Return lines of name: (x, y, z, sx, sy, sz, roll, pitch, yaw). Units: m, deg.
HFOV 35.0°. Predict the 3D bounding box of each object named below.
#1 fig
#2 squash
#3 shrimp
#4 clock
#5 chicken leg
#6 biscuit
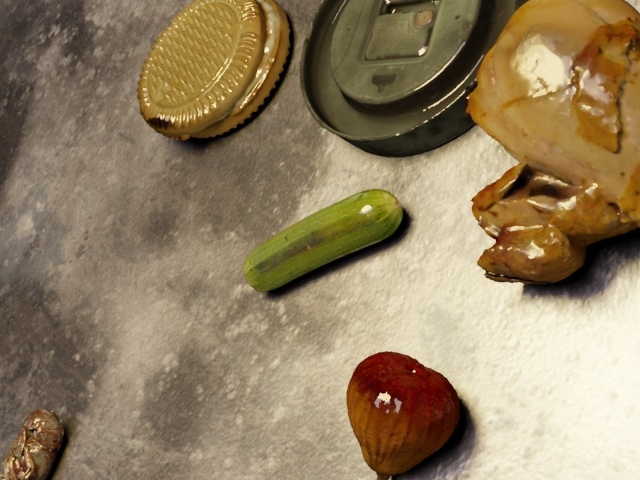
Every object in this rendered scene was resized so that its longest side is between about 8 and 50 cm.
fig: (0.090, 0.190, 1.039, 0.119, 0.153, 0.119, -15, 20, 6)
squash: (0.000, 0.000, 1.223, 0.228, 0.066, 0.066, -27, 52, 29)
shrimp: (-0.415, 0.321, 1.400, 0.073, 0.075, 0.190, 29, 99, 13)
clock: (0.115, -0.253, 1.259, 0.318, 0.066, 0.319, -19, 56, 31)
chicken leg: (0.284, -0.040, 0.965, 0.409, 0.182, 0.295, 47, 110, 28)
biscuit: (-0.159, -0.259, 1.483, 0.259, 0.079, 0.259, -19, 57, 32)
